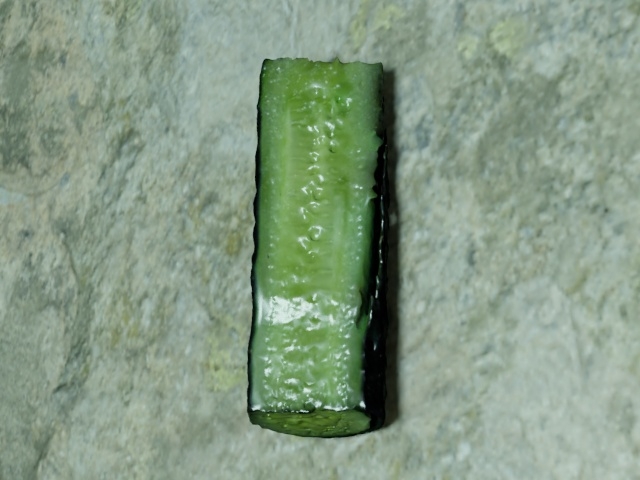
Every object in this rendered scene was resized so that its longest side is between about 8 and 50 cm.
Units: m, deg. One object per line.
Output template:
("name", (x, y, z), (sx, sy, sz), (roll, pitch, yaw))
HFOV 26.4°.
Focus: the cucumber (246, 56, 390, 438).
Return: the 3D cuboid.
("cucumber", (0.002, 0.001, 0.765), (0.078, 0.062, 0.211), (-2, 70, 11))
